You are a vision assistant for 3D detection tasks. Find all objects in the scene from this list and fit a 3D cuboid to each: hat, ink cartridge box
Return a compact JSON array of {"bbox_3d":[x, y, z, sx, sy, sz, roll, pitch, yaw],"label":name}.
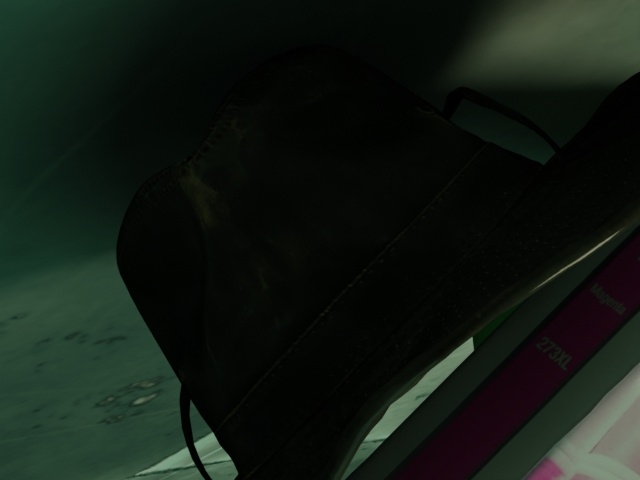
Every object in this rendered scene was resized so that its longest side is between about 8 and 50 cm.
[{"bbox_3d":[0.000,0.000,0.631,0.331,0.134,0.331,-44,-179,1],"label":"hat"},{"bbox_3d":[0.144,0.064,0.616,0.371,0.069,0.176,-46,135,-5],"label":"ink cartridge box"}]

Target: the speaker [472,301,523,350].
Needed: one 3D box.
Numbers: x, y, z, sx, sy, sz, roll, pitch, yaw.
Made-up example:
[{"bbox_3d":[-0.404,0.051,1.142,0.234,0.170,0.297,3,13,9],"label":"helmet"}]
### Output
[{"bbox_3d":[0.191,0.011,0.816,0.131,0.131,0.296,-35,176,35],"label":"speaker"}]
